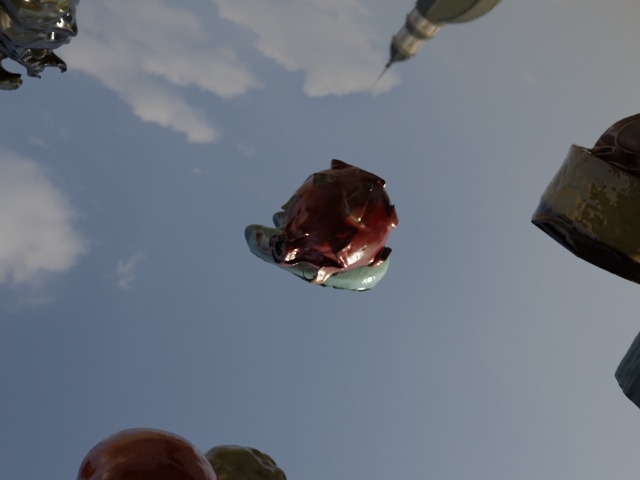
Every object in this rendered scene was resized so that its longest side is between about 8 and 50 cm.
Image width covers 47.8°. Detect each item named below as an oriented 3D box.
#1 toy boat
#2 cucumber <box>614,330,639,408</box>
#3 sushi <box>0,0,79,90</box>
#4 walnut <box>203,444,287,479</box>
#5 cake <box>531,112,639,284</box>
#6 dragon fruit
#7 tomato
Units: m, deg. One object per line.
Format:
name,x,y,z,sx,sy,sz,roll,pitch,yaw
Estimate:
toy boat,0.000,0.000,1.013,0.207,0.079,0.134,22,-156,26
cucumber,0.590,0.222,1.149,0.191,0.130,0.191,22,-160,-9
sushi,-0.286,-0.225,0.525,0.213,0.200,0.204,-3,-107,-27
walnut,-0.140,0.513,1.249,0.253,0.282,0.277,-40,-125,-20
cake,0.367,-0.062,0.829,0.185,0.178,0.207,33,-154,23
dragon fruit,0.020,-0.021,0.834,0.166,0.133,0.136,-28,-85,-30
tomato,-0.208,0.362,0.924,0.180,0.260,0.260,-19,-119,-12
